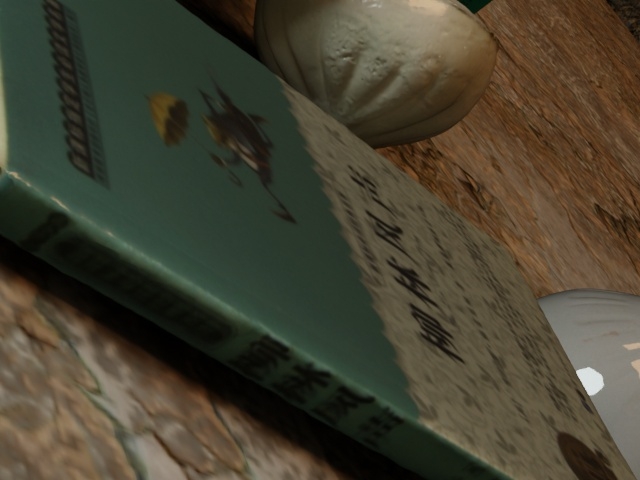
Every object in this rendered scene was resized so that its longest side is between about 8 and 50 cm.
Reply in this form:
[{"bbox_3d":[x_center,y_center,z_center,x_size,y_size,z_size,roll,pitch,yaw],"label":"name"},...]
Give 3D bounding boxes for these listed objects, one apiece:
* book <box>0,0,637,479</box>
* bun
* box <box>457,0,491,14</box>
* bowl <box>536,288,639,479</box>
[{"bbox_3d":[0.000,0.000,0.643,0.379,0.031,0.264,34,20,-34],"label":"book"},{"bbox_3d":[0.022,-0.090,0.812,0.138,0.094,0.138,21,-6,2],"label":"bun"},{"bbox_3d":[0.076,-0.228,1.099,0.226,0.161,0.042,20,37,-57],"label":"box"},{"bbox_3d":[0.189,0.084,0.839,0.189,0.086,0.189,43,18,-17],"label":"bowl"}]
